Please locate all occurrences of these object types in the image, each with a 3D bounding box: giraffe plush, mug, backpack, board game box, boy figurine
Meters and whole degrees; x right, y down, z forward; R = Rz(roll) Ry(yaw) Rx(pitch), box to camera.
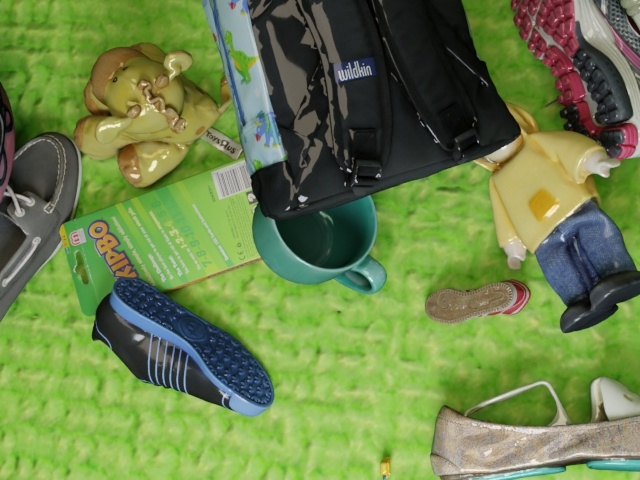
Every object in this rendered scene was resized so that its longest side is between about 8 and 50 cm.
[{"bbox_3d":[-0.206,-0.159,1.128,0.210,0.170,0.181,15,85,12],"label":"giraffe plush"},{"bbox_3d":[-0.009,-0.003,1.097,0.129,0.097,0.158,-10,78,-26],"label":"mug"},{"bbox_3d":[0.008,-0.231,1.008,0.290,0.273,0.356,-21,101,-16],"label":"backpack"},{"bbox_3d":[-0.183,-0.003,1.173,0.259,0.039,0.124,-19,80,5],"label":"board game box"},{"bbox_3d":[0.247,-0.050,1.047,0.177,0.092,0.285,-47,61,43],"label":"boy figurine"}]

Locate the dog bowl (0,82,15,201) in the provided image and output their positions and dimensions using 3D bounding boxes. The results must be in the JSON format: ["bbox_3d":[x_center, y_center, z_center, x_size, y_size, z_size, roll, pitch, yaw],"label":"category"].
[{"bbox_3d":[-0.547,-0.105,1.152,0.407,0.150,0.408,-7,70,21],"label":"dog bowl"}]

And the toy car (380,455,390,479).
[{"bbox_3d":[0.038,0.298,1.090,0.060,0.040,0.122,15,86,12],"label":"toy car"}]

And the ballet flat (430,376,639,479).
[{"bbox_3d":[0.272,0.200,1.031,0.315,0.107,0.106,-6,74,8],"label":"ballet flat"}]

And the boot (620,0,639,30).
[{"bbox_3d":[0.417,-0.250,1.025,0.213,0.077,0.165,-35,97,-23],"label":"boot"}]

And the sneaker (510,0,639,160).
[{"bbox_3d":[0.305,-0.229,1.085,0.112,0.121,0.299,-13,78,-21],"label":"sneaker"}]

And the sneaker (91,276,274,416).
[{"bbox_3d":[-0.164,0.141,1.135,0.232,0.081,0.090,37,122,3],"label":"sneaker"}]

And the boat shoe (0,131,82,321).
[{"bbox_3d":[-0.401,0.013,1.179,0.112,0.095,0.335,29,89,13],"label":"boat shoe"}]

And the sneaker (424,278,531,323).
[{"bbox_3d":[0.182,0.070,1.099,0.118,0.067,0.042,-13,82,39],"label":"sneaker"}]
